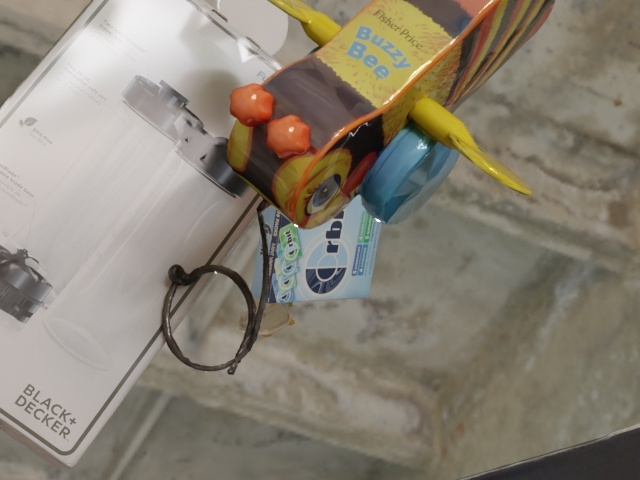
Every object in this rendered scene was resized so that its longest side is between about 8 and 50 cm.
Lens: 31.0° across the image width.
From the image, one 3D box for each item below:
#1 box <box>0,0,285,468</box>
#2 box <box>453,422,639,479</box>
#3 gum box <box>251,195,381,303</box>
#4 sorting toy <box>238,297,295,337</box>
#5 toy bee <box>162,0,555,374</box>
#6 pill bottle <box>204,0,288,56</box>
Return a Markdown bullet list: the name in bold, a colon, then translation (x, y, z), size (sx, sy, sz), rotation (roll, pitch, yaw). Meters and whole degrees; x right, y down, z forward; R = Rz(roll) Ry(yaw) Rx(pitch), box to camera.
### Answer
- **box**: translation (-0.142, -0.020, 0.736), size (0.169, 0.290, 0.087), rotation (37, -19, -9)
- **box**: translation (0.378, 0.378, 0.890), size (0.480, 0.471, 0.297), rotation (-21, -27, 22)
- **gum box**: translation (0.000, 0.000, 1.520), size (0.184, 0.041, 0.157), rotation (-2, -74, -44)
- **sorting toy**: translation (-0.066, 0.085, 1.571), size (0.083, 0.075, 0.045), rotation (-28, -49, 28)
- **toy bee**: translation (0.021, -0.060, 0.620), size (0.195, 0.298, 0.162), rotation (19, -10, 15)
- **pill bottle**: translation (-0.190, -0.310, 1.744), size (0.160, 0.160, 0.283), rotation (33, -28, -35)
